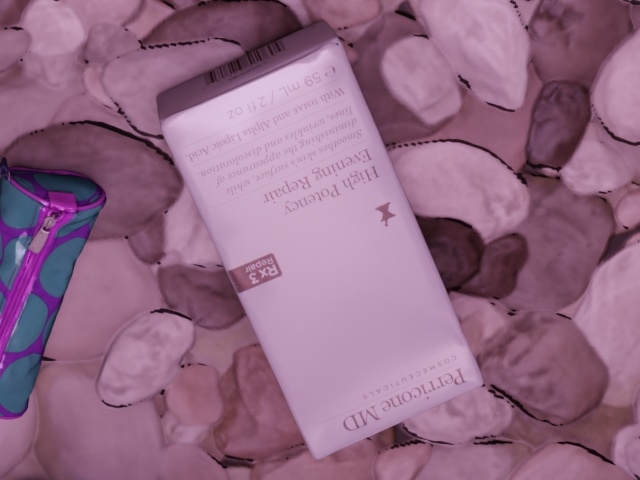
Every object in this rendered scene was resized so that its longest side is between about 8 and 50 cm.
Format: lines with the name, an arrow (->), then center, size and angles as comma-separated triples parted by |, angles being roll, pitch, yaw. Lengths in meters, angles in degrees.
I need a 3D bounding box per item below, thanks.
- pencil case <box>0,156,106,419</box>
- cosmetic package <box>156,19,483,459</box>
pencil case -> -0.180, 0.030, 1.034 | 0.064, 0.070, 0.152 | 19, 105, -12
cosmetic package -> 0.000, 0.000, 1.041 | 0.117, 0.085, 0.231 | -25, 107, 1
